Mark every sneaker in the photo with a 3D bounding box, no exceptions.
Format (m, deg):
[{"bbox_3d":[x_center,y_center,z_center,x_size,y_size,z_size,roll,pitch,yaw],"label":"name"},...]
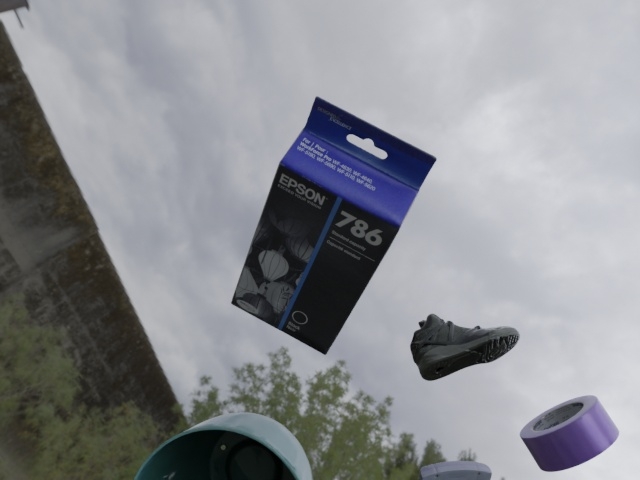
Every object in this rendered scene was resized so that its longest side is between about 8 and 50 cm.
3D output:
[{"bbox_3d":[0.288,0.197,1.067,0.130,0.227,0.087,-115,-168,-49],"label":"sneaker"}]

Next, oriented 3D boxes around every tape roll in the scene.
[{"bbox_3d":[0.546,0.424,1.144,0.080,0.189,0.189,61,-30,13],"label":"tape roll"}]

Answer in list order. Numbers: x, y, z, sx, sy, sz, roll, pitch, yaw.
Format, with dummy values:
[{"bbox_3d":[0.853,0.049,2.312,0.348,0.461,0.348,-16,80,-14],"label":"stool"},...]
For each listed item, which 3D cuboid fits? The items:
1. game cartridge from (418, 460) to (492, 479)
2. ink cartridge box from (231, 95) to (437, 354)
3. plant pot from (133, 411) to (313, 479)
[{"bbox_3d":[0.152,0.278,0.593,0.017,0.083,0.056,-103,-164,-62],"label":"game cartridge"},{"bbox_3d":[0.000,0.000,0.674,0.165,0.065,0.333,28,-52,5],"label":"ink cartridge box"},{"bbox_3d":[-0.141,0.431,0.886,0.293,0.293,0.235,50,4,6],"label":"plant pot"}]
